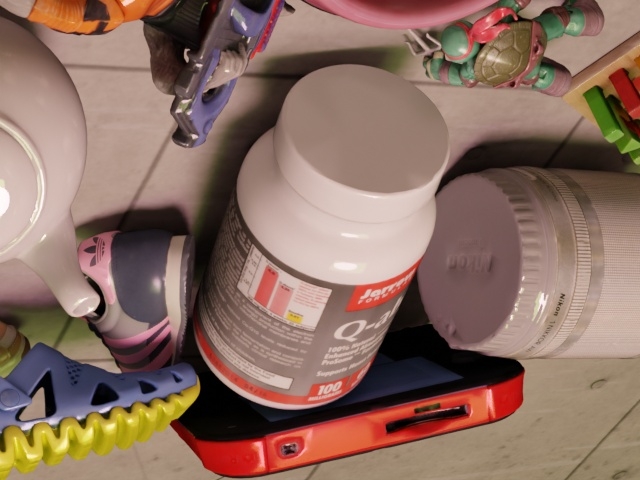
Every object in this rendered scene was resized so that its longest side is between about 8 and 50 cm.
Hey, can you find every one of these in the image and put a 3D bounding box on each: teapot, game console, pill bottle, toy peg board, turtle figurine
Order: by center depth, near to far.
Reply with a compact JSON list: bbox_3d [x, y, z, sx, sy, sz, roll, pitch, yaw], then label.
[{"bbox_3d":[-0.320,-0.071,1.647,0.256,0.187,0.252,-1,118,-10],"label":"teapot"},{"bbox_3d":[0.174,-0.202,1.890,0.234,0.118,0.175,4,141,-44],"label":"turtle figurine"},{"bbox_3d":[0.000,0.000,1.989,0.210,0.210,0.363,-7,146,-22],"label":"pill bottle"},{"bbox_3d":[0.376,-0.154,2.108,0.160,0.079,0.161,-34,147,20],"label":"toy peg board"},{"bbox_3d":[0.015,0.172,2.223,0.386,0.342,0.060,-11,104,-15],"label":"game console"}]

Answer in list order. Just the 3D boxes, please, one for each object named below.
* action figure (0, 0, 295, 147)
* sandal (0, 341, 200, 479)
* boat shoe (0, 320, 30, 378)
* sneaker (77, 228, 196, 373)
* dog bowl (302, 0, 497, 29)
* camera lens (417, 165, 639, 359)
[{"bbox_3d":[-0.121,-0.272,1.615,0.330,0.178,0.341,22,99,-56],"label":"action figure"},{"bbox_3d":[-0.279,0.166,2.021,0.317,0.138,0.126,-10,160,-27],"label":"sandal"},{"bbox_3d":[-0.416,0.146,2.111,0.190,0.068,0.072,-36,134,5],"label":"boat shoe"},{"bbox_3d":[-0.212,0.082,2.116,0.131,0.112,0.319,7,145,-4],"label":"sneaker"},{"bbox_3d":[0.078,-0.342,1.469,0.408,0.150,0.408,-21,135,-23],"label":"dog bowl"},{"bbox_3d":[0.277,0.026,2.187,0.274,0.219,0.219,2,141,-33],"label":"camera lens"}]
